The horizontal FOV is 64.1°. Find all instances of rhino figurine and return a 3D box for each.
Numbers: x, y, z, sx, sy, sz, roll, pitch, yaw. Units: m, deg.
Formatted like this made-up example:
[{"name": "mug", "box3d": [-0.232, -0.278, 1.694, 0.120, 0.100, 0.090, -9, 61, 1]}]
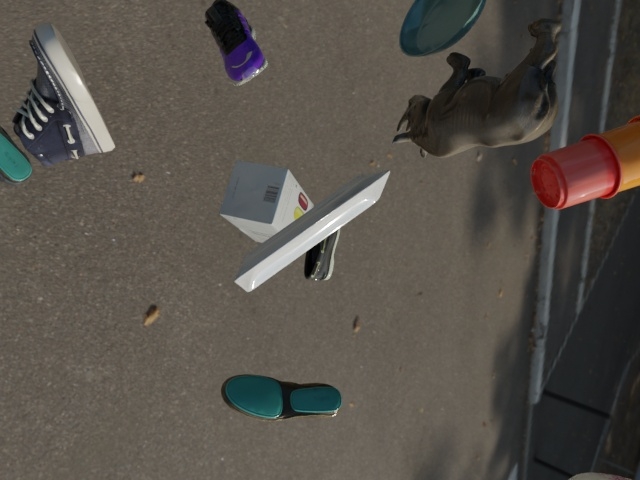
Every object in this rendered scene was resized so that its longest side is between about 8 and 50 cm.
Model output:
[{"name": "rhino figurine", "box3d": [0.154, -0.144, 0.558, 0.073, 0.243, 0.106, 12, 85, -28]}]

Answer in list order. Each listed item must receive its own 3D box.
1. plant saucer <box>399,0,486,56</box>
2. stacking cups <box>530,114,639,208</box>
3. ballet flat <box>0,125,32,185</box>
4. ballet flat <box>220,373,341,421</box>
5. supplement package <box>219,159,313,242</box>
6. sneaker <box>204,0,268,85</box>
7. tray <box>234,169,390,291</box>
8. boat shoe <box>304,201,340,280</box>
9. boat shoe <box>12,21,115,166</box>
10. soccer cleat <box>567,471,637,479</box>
[{"name": "plant saucer", "box3d": [0.137, -0.248, 0.556, 0.021, 0.119, 0.119, 27, 81, -32]}, {"name": "stacking cups", "box3d": [0.392, -0.118, 0.569, 0.316, 0.096, 0.096, -15, 123, -4]}, {"name": "ballet flat", "box3d": [-0.525, -0.172, 0.777, 0.074, 0.074, 0.203, -45, 124, -32]}, {"name": "ballet flat", "box3d": [-0.111, 0.426, 1.364, 0.342, 0.124, 0.116, 9, 60, -25]}, {"name": "supplement package", "box3d": [-0.121, -0.078, 1.242, 0.244, 0.134, 0.139, 48, 55, -70]}, {"name": "sneaker", "box3d": [-0.219, -0.490, 1.227, 0.102, 0.293, 0.146, -30, 136, 10]}, {"name": "tray", "box3d": [-0.016, -0.017, 0.779, 0.270, 0.030, 0.145, -35, 170, -8]}, {"name": "boat shoe", "box3d": [0.000, 0.000, 1.407, 0.069, 0.081, 0.227, -1, 101, -38]}, {"name": "boat shoe", "box3d": [-0.505, -0.246, 0.951, 0.158, 0.127, 0.340, -24, 163, -15]}, {"name": "soccer cleat", "box3d": [0.396, 0.340, 0.515, 0.143, 0.331, 0.116, 39, 79, -41]}]
